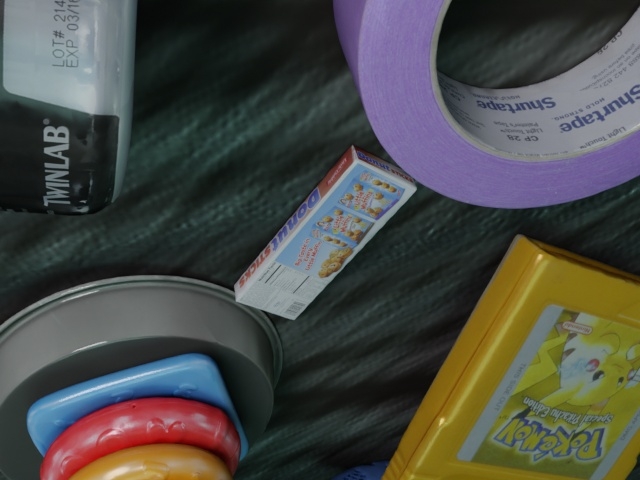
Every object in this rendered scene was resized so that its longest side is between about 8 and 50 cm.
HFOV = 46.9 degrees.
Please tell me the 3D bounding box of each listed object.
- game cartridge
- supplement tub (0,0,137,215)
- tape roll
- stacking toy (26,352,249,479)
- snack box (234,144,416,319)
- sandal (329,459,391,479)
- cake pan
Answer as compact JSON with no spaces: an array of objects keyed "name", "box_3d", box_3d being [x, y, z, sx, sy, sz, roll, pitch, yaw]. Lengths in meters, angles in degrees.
[{"name":"game cartridge","box_3d":[0.239,0.175,0.760,0.285,0.052,0.323,16,108,-26]},{"name":"supplement tub","box_3d":[-0.246,-0.115,0.334,0.316,0.193,0.193,4,132,-17]},{"name":"tape roll","box_3d":[0.150,-0.151,0.465,0.275,0.090,0.274,-7,135,-7]},{"name":"stacking toy","box_3d":[-0.119,0.252,0.547,0.166,0.301,0.175,-17,136,-6]},{"name":"snack box","box_3d":[0.000,0.000,0.622,0.064,0.022,0.178,23,125,-29]},{"name":"sandal","box_3d":[0.153,0.291,0.884,0.318,0.126,0.138,-1,128,-22]},{"name":"cake pan","box_3d":[-0.172,0.154,0.689,0.293,0.054,0.293,-11,134,-12]}]
